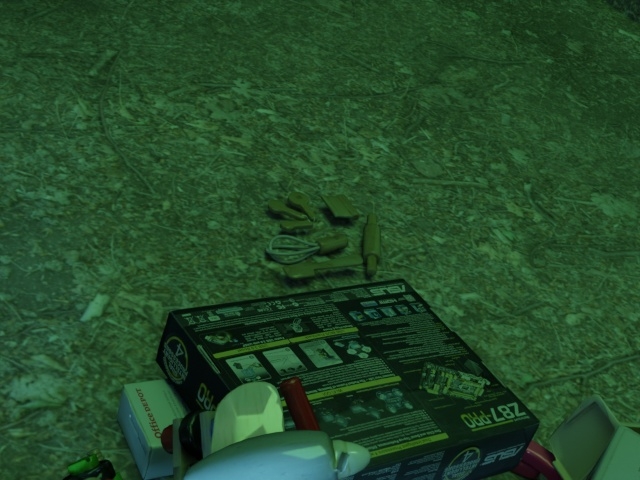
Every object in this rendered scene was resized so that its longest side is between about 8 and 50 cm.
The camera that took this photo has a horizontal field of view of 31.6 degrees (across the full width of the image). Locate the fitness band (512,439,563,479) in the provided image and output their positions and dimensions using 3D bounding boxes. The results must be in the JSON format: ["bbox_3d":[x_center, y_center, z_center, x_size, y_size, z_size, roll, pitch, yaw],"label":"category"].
[{"bbox_3d":[0.211,0.324,1.486,0.290,0.054,0.209,22,35,5],"label":"fitness band"}]

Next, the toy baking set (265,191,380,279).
[{"bbox_3d":[0.007,0.000,1.846,0.196,0.030,0.256,10,36,-9],"label":"toy baking set"}]

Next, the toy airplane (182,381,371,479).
[{"bbox_3d":[-0.038,0.347,0.936,0.386,0.272,0.384,45,53,7],"label":"toy airplane"}]

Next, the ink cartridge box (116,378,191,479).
[{"bbox_3d":[-0.168,0.229,1.419,0.150,0.063,0.109,-5,41,-30],"label":"ink cartridge box"}]

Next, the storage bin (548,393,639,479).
[{"bbox_3d":[0.475,0.332,1.493,0.262,0.123,0.260,11,34,-36],"label":"storage bin"}]

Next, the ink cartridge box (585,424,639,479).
[{"bbox_3d":[0.272,0.401,1.189,0.130,0.309,0.272,30,37,14],"label":"ink cartridge box"}]

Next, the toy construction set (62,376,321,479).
[{"bbox_3d":[-0.119,0.307,1.181,0.237,0.308,0.257,67,13,1],"label":"toy construction set"}]

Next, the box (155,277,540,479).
[{"bbox_3d":[0.037,0.190,1.440,0.395,0.097,0.318,-6,37,-38],"label":"box"}]
